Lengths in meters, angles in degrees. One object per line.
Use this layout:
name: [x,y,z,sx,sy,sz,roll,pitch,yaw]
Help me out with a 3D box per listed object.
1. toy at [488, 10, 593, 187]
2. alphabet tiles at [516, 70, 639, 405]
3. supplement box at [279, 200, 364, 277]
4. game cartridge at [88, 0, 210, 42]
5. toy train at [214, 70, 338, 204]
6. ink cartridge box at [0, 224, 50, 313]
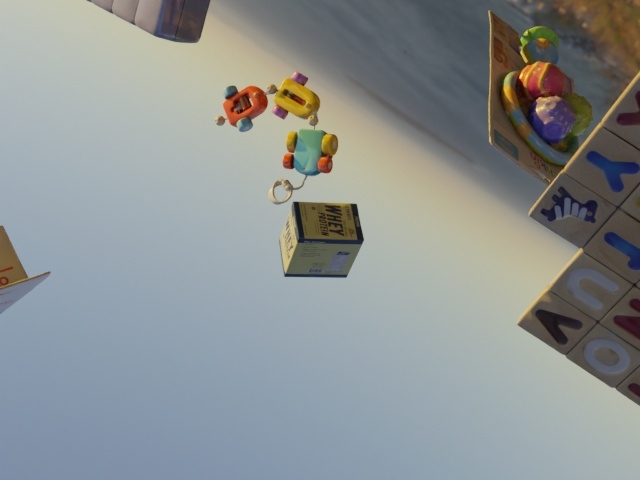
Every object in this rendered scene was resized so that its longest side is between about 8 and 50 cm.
toy: [0.235,-0.147,1.000,0.137,0.056,0.237,34,-143,-22]
alphabet tiles: [0.227,0.012,0.579,0.198,0.237,0.009,33,-139,2]
supplement box: [0.000,0.000,1.193,0.083,0.083,0.056,1,-126,-16]
game cartridge: [-0.129,-0.359,0.784,0.068,0.354,0.230,3,-158,-40]
toy train: [-0.045,-0.126,1.151,0.166,0.125,0.046,62,-162,18]
ink cartridge box: [-0.304,0.045,0.775,0.104,0.180,0.060,-22,-96,-47]
